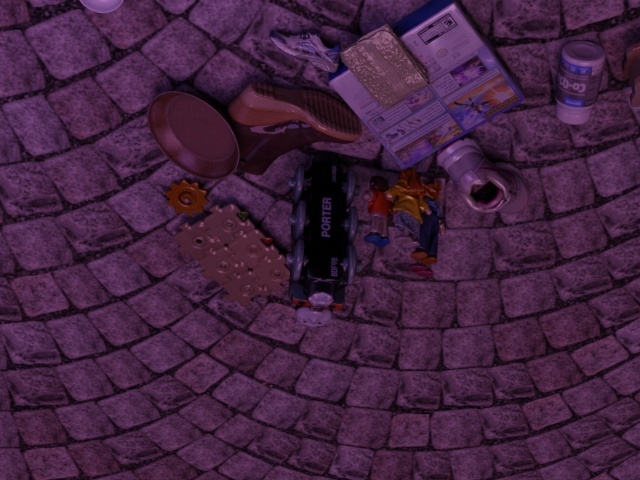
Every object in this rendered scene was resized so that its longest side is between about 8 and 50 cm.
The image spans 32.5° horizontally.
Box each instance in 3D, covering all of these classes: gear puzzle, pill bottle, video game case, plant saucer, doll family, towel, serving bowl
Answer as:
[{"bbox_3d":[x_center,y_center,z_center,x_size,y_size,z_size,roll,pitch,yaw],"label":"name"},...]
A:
[{"bbox_3d":[-0.199,-0.005,2.241,0.175,0.044,0.339,-28,123,23],"label":"gear puzzle"},{"bbox_3d":[0.467,-0.284,1.986,0.078,0.078,0.137,-1,130,0],"label":"pill bottle"},{"bbox_3d":[0.192,-0.285,1.990,0.269,0.061,0.244,-29,123,22],"label":"video game case"},{"bbox_3d":[-0.228,-0.201,2.031,0.198,0.036,0.198,19,138,18],"label":"plant saucer"},{"bbox_3d":[0.190,-0.048,2.118,0.118,0.163,0.263,-12,151,33],"label":"doll family"},{"bbox_3d":[0.112,-0.301,1.918,0.110,0.027,0.148,-29,124,23],"label":"towel"},{"bbox_3d":[-0.375,-0.432,1.875,0.083,0.027,0.083,-1,130,-1],"label":"serving bowl"}]

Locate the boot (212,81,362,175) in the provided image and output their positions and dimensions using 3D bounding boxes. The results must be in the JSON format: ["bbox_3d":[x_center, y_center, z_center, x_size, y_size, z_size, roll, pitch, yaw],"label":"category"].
[{"bbox_3d":[-0.068,-0.195,2.068,0.248,0.090,0.207,17,140,-17],"label":"boot"}]

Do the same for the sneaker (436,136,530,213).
[{"bbox_3d":[0.323,-0.095,2.105,0.103,0.111,0.252,-38,140,27],"label":"sneaker"}]

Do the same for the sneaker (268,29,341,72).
[{"bbox_3d":[-0.025,-0.349,1.945,0.135,0.052,0.058,22,104,-8],"label":"sneaker"}]

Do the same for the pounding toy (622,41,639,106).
[{"bbox_3d":[0.664,-0.349,1.941,0.269,0.155,0.154,-18,158,25],"label":"pounding toy"}]

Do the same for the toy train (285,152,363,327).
[{"bbox_3d":[0.000,0.000,2.070,0.142,0.334,0.190,5,145,-6],"label":"toy train"}]
